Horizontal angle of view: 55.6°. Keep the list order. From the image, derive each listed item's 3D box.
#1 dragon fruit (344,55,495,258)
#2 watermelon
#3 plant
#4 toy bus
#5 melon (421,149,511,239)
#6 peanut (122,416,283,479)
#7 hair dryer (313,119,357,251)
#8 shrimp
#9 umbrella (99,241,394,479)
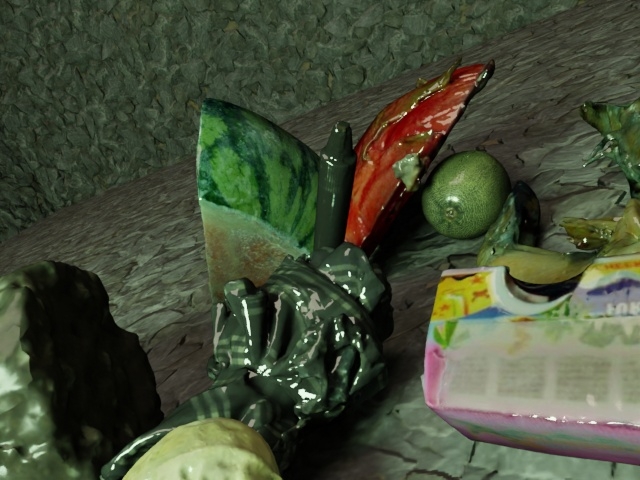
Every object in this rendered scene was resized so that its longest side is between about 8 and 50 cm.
[{"bbox_3d":[0.111,-0.128,0.782,0.282,0.100,0.343,-53,-1,26],"label":"dragon fruit"},{"bbox_3d":[-0.091,-0.038,0.794,0.201,0.262,0.212,-39,30,24],"label":"watermelon"},{"bbox_3d":[-0.304,0.167,0.493,0.313,0.213,0.215,-23,20,6],"label":"plant"},{"bbox_3d":[0.191,0.063,0.327,0.274,0.090,0.112,-9,49,44],"label":"toy bus"},{"bbox_3d":[0.168,-0.054,0.698,0.098,0.098,0.130,-11,22,35],"label":"melon"},{"bbox_3d":[-0.096,0.186,0.297,0.214,0.098,0.090,-46,1,-21],"label":"peanut"},{"bbox_3d":[0.001,-0.001,0.583,0.071,0.248,0.114,36,54,24],"label":"hair dryer"},{"bbox_3d":[0.278,-0.046,0.587,0.272,0.085,0.445,-22,21,24],"label":"shrimp"},{"bbox_3d":[-0.071,0.125,0.442,0.154,0.128,0.337,24,51,37],"label":"umbrella"}]
